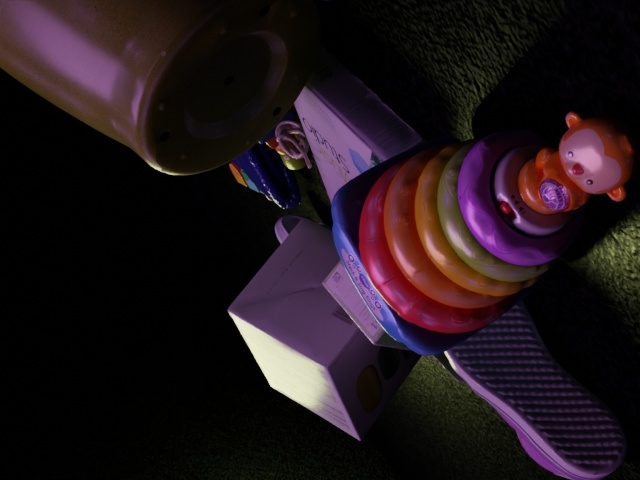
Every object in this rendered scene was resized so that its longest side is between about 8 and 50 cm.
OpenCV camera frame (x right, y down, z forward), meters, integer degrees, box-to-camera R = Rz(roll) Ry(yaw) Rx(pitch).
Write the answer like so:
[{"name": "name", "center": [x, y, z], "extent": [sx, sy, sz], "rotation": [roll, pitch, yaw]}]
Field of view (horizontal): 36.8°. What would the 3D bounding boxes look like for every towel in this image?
[{"name": "towel", "center": [-0.138, -0.198, 1.734], "extent": [0.228, 0.076, 0.308], "rotation": [59, 172, -33]}]

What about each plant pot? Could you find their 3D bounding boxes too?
[{"name": "plant pot", "center": [-0.195, -0.266, 1.036], "extent": [0.353, 0.366, 0.366], "rotation": [44, 166, 23]}]

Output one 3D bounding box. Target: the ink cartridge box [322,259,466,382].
[{"name": "ink cartridge box", "center": [0.129, 0.123, 1.250], "extent": [0.171, 0.056, 0.235], "rotation": [15, -152, -52]}]

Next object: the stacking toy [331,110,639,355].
[{"name": "stacking toy", "center": [0.144, -0.025, 0.749], "extent": [0.175, 0.165, 0.302], "rotation": [60, 156, 2]}]

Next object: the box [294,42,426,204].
[{"name": "box", "center": [0.065, -0.068, 1.176], "extent": [0.232, 0.058, 0.322], "rotation": [49, 170, 37]}]

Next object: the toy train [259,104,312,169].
[{"name": "toy train", "center": [-0.052, -0.145, 1.360], "extent": [0.248, 0.105, 0.143], "rotation": [56, -178, 34]}]

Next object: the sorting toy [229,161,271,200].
[{"name": "sorting toy", "center": [-0.179, -0.181, 2.068], "extent": [0.193, 0.038, 0.208], "rotation": [61, 170, -25]}]

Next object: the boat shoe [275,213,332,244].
[{"name": "boat shoe", "center": [0.000, 0.000, 1.705], "extent": [0.226, 0.083, 0.076], "rotation": [34, 148, 36]}]

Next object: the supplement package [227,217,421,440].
[{"name": "supplement package", "center": [0.019, 0.144, 1.529], "extent": [0.198, 0.199, 0.263], "rotation": [27, 156, 29]}]

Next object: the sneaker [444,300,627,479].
[{"name": "sneaker", "center": [0.210, 0.155, 1.073], "extent": [0.282, 0.102, 0.161], "rotation": [54, 173, 17]}]
